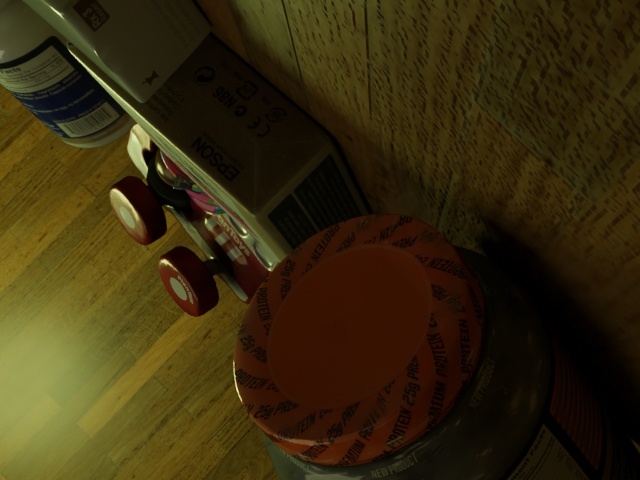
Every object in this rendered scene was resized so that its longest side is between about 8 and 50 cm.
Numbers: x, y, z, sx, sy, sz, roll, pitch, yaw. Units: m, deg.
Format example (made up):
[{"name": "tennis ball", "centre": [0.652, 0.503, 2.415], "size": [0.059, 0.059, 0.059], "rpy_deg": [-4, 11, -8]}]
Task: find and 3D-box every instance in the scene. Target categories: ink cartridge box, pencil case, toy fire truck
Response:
[{"name": "ink cartridge box", "centre": [-0.077, -0.085, 0.847], "size": [0.234, 0.088, 0.193], "rpy_deg": [41, 174, 23]}, {"name": "pencil case", "centre": [-0.117, -0.088, 1.120], "size": [0.104, 0.104, 0.236], "rpy_deg": [44, 177, 1]}, {"name": "toy fire truck", "centre": [-0.150, -0.057, 1.362], "size": [0.302, 0.169, 0.254], "rpy_deg": [53, 152, 8]}]

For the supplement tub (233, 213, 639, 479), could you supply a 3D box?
[{"name": "supplement tub", "centre": [0.090, 0.132, 0.672], "size": [0.193, 0.193, 0.316], "rpy_deg": [39, 173, 49]}]

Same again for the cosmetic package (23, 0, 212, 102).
[{"name": "cosmetic package", "centre": [-0.195, -0.213, 0.755], "size": [0.231, 0.085, 0.117], "rpy_deg": [39, 174, 30]}]

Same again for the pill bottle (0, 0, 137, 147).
[{"name": "pill bottle", "centre": [-0.314, -0.235, 1.153], "size": [0.153, 0.153, 0.265], "rpy_deg": [41, 174, 36]}]
